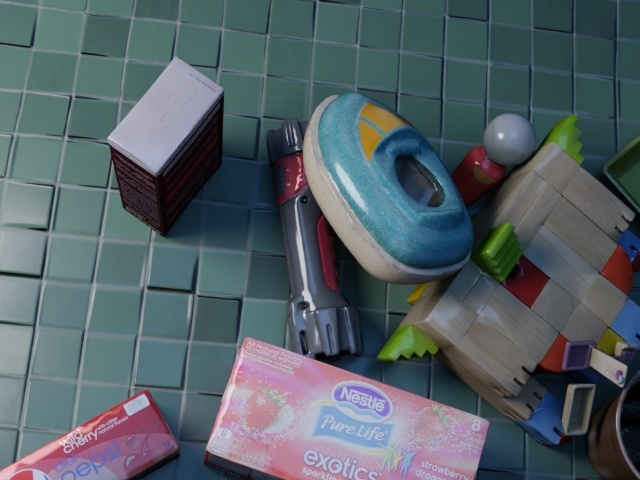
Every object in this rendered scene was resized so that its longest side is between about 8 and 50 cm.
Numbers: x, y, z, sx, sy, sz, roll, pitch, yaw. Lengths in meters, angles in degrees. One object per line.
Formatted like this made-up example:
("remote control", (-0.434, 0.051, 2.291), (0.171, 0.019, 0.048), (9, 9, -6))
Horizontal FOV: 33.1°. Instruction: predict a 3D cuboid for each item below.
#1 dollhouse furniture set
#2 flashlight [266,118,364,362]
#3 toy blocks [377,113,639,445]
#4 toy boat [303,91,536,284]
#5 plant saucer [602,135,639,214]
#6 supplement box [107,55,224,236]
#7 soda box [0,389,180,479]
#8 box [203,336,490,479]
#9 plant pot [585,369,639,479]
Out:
("dollhouse furniture set", (0.339, 0.184, 1.262), (0.091, 0.081, 0.114), (1, 105, -23))
("flashlight", (0.000, 0.000, 1.365), (0.103, 0.103, 0.304), (-13, 77, 15))
("toy blocks", (0.291, 0.074, 1.350), (0.261, 0.191, 0.381), (39, 73, -7))
("toy boat", (0.130, -0.087, 1.306), (0.318, 0.148, 0.267), (-12, 62, -44))
("plant saucer", (0.501, -0.074, 1.471), (0.188, 0.045, 0.188), (-37, 81, -16))
("supplement box", (-0.181, -0.105, 1.293), (0.073, 0.239, 0.130), (34, 72, 5))
("soda box", (-0.295, 0.275, 1.240), (0.263, 0.092, 0.083), (-28, 79, -15))
("box", (0.025, 0.237, 1.261), (0.300, 0.154, 0.142), (19, 72, 0))
("plant pot", (0.406, 0.238, 1.301), (0.167, 0.165, 0.167), (2, 73, -7))
